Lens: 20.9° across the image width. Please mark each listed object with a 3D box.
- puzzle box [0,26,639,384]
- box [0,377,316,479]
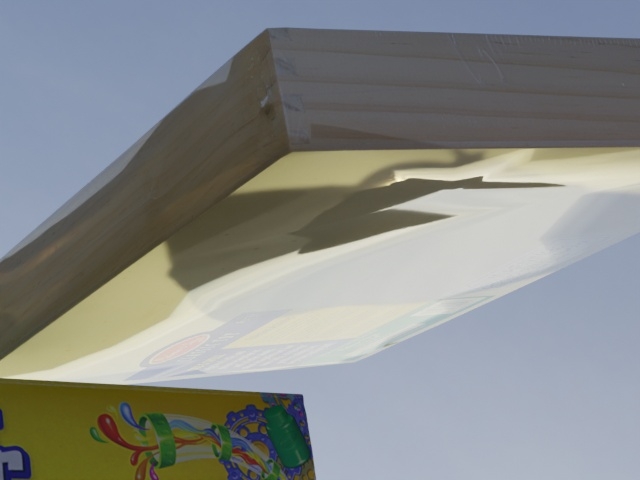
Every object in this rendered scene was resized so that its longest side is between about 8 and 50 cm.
[{"bbox_3d":[0.000,0.000,0.849,0.409,0.272,0.052,-31,-113,55],"label":"puzzle box"},{"bbox_3d":[-0.189,0.180,0.732,0.290,0.177,0.279,7,-26,-35],"label":"box"}]
